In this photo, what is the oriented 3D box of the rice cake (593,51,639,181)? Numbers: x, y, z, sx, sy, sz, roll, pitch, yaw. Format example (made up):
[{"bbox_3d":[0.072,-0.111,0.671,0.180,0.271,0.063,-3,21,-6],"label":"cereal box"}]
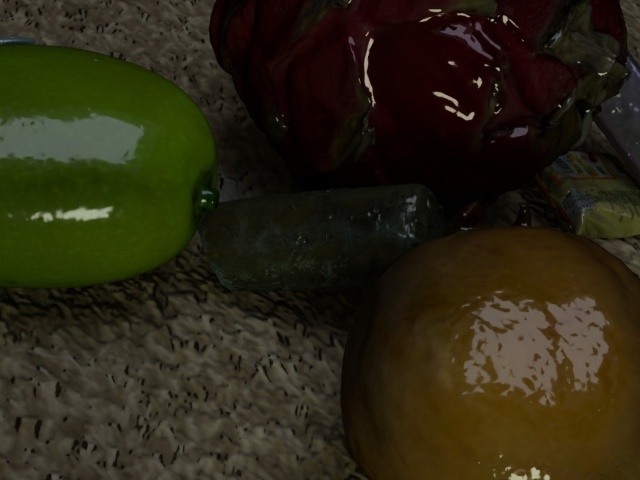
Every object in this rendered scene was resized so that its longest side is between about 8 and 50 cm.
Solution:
[{"bbox_3d":[0.216,-0.185,1.330,0.399,0.064,0.070,53,12,8],"label":"rice cake"}]

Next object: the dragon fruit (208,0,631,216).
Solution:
[{"bbox_3d":[0.073,-0.168,1.196,0.329,0.329,0.329,9,40,-8],"label":"dragon fruit"}]

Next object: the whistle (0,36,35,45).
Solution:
[{"bbox_3d":[-0.290,-0.162,1.281,0.100,0.035,0.035,-5,44,-24],"label":"whistle"}]

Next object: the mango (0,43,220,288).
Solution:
[{"bbox_3d":[-0.244,-0.055,1.079,0.343,0.156,0.192,2,37,-9],"label":"mango"}]

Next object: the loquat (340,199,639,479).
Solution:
[{"bbox_3d":[0.122,0.099,0.990,0.238,0.193,0.238,0,62,0],"label":"loquat"}]

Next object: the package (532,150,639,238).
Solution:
[{"bbox_3d":[0.236,-0.040,1.309,0.121,0.031,0.108,-1,43,-28],"label":"package"}]

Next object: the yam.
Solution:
[{"bbox_3d":[0.000,0.000,1.113,0.179,0.078,0.078,-4,37,17],"label":"yam"}]
